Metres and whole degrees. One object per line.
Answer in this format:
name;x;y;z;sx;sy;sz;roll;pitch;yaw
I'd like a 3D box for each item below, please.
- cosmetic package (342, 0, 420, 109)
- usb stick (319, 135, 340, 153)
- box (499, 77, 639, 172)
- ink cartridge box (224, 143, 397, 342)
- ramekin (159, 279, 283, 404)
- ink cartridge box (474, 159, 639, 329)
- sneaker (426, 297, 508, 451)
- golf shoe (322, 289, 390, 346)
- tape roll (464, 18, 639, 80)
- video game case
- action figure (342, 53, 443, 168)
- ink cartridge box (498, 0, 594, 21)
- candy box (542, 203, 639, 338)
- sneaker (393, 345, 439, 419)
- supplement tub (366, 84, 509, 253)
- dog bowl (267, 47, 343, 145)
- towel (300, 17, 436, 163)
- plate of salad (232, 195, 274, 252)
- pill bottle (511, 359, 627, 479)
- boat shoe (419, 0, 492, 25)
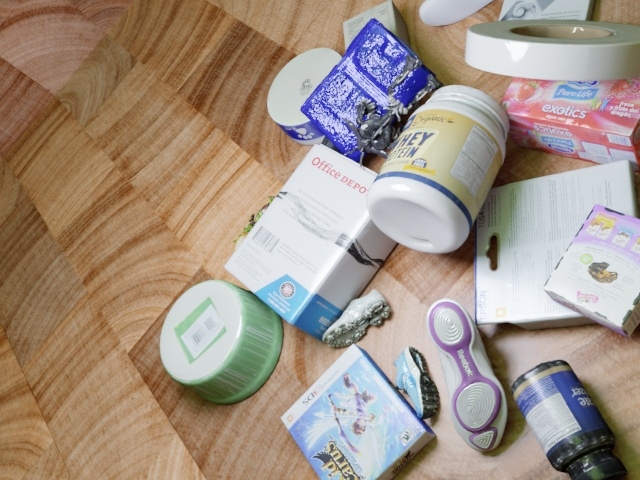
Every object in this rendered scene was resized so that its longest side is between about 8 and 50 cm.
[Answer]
cosmetic package;0.162;-0.482;1.881;0.160;0.113;0.309;-18;56;25
usb stick;-0.006;-0.184;1.857;0.045;0.077;0.278;23;80;28
box;0.555;-0.267;1.476;0.300;0.154;0.142;22;78;41
ink cartridge box;0.000;0.000;1.694;0.285;0.166;0.395;35;88;40
ramekin;-0.259;0.246;1.748;0.303;0.148;0.303;-16;58;27
ink cartridge box;0.484;0.017;1.426;0.330;0.071;0.324;-11;60;33
sneaker;0.305;0.262;1.393;0.114;0.152;0.305;-16;80;17
golf shoe;0.080;0.182;1.624;0.176;0.069;0.086;-33;33;10
tape roll;0.500;-0.405;1.452;0.392;0.392;0.072;21;121;39
video game case;0.072;0.402;1.500;0.244;0.061;0.269;-47;50;5
action figure;0.162;-0.291;1.634;0.164;0.141;0.276;40;95;-1
ink cartridge box;0.543;-0.531;1.694;0.223;0.045;0.224;4;69;35
candy box;0.536;0.053;1.275;0.165;0.070;0.196;31;85;42
sneaker;0.199;0.310;1.476;0.073;0.063;0.162;-41;42;29
supplement tub;0.259;-0.154;1.489;0.228;0.228;0.316;10;59;37
dog bowl;-0.017;-0.409;1.967;0.265;0.104;0.265;-15;58;26
towel;0.107;-0.373;1.739;0.227;0.076;0.308;47;110;15
plate of salad;-0.171;-0.045;1.843;0.200;0.048;0.200;-53;5;7
pill bottle;0.445;0.335;1.244;0.123;0.123;0.219;-35;52;14
boat shoe;0.396;-0.677;1.834;0.301;0.108;0.102;-26;54;17
